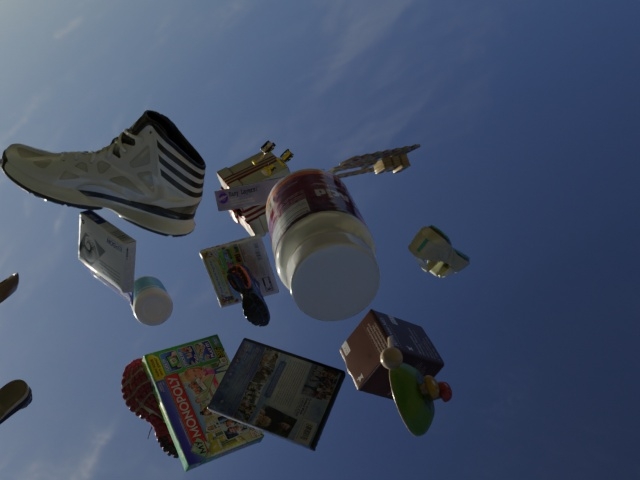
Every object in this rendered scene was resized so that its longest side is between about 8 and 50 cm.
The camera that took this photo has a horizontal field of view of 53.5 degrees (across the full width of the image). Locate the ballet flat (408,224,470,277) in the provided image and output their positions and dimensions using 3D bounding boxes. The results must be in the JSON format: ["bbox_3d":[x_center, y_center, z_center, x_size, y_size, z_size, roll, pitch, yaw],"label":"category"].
[{"bbox_3d":[0.242,0.033,1.310,0.086,0.248,0.086,-8,-109,25],"label":"ballet flat"}]

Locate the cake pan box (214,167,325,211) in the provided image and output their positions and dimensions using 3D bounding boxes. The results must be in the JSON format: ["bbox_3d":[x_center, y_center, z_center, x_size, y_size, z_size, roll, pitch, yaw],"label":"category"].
[{"bbox_3d":[-0.141,-0.146,1.842,0.267,0.070,0.246,-9,-175,24],"label":"cake pan box"}]

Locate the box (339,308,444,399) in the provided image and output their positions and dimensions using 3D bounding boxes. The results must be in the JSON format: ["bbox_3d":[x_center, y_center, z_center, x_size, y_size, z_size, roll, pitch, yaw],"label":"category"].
[{"bbox_3d":[0.198,0.327,1.775,0.167,0.203,0.168,-54,-146,20],"label":"box"}]

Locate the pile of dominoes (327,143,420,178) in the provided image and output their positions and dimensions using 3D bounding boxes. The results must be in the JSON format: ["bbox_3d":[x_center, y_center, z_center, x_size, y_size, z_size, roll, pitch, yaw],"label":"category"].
[{"bbox_3d":[0.136,-0.197,1.745,0.251,0.040,0.196,-15,173,-28],"label":"pile of dominoes"}]

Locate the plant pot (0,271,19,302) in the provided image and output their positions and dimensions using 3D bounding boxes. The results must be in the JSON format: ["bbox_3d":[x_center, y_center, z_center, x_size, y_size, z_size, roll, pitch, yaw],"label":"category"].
[{"bbox_3d":[-0.719,0.148,1.309,0.236,0.032,0.236,-32,-164,10],"label":"plant pot"}]

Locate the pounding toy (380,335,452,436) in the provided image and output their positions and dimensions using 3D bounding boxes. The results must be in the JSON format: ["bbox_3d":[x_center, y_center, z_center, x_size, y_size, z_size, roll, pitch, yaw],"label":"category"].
[{"bbox_3d":[0.242,0.342,1.528,0.110,0.236,0.183,-23,-179,16],"label":"pounding toy"}]

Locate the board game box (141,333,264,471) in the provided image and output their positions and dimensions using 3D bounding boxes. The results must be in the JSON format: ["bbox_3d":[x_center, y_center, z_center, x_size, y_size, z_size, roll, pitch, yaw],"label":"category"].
[{"bbox_3d":[-0.309,0.413,1.658,0.214,0.046,0.317,-12,-122,-34],"label":"board game box"}]

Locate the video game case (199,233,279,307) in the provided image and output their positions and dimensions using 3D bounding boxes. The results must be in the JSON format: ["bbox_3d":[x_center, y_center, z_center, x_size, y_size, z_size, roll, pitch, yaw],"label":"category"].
[{"bbox_3d":[-0.266,0.103,2.109,0.207,0.226,0.026,-15,-151,1],"label":"video game case"}]

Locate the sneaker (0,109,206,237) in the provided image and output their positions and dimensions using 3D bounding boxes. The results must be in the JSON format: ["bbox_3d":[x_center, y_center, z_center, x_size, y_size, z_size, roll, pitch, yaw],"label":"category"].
[{"bbox_3d":[-0.468,-0.196,1.423,0.169,0.448,0.257,-93,-158,-67],"label":"sneaker"}]

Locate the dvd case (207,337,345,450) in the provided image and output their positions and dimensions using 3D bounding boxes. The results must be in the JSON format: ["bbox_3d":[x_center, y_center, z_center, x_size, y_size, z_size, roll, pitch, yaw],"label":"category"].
[{"bbox_3d":[-0.093,0.325,1.368,0.253,0.022,0.180,15,-122,20],"label":"dvd case"}]

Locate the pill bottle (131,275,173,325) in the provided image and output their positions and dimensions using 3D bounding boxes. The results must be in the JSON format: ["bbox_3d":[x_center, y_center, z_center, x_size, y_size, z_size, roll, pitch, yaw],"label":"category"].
[{"bbox_3d":[-0.669,0.224,2.476,0.146,0.146,0.264,-41,-154,-8],"label":"pill bottle"}]

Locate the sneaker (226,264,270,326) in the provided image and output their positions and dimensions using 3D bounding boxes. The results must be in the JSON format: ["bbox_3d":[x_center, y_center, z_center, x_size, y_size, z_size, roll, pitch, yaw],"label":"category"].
[{"bbox_3d":[-0.216,0.171,2.029,0.083,0.221,0.087,-21,-175,19],"label":"sneaker"}]

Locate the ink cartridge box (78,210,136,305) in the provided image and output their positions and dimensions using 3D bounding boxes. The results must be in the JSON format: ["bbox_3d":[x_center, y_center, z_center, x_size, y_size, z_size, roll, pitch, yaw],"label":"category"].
[{"bbox_3d":[-0.616,0.054,1.823,0.223,0.223,0.045,28,-147,30],"label":"ink cartridge box"}]

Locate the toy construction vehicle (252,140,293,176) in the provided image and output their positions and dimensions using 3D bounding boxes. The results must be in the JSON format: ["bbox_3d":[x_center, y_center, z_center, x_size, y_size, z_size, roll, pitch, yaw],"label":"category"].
[{"bbox_3d":[-0.131,-0.226,1.753,0.098,0.035,0.086,-46,-104,4],"label":"toy construction vehicle"}]

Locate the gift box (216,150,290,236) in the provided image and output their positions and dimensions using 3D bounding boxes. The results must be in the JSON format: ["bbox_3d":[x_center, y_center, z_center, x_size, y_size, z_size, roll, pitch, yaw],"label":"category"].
[{"bbox_3d":[-0.233,-0.154,2.430,0.258,0.276,0.255,-27,-149,-13],"label":"gift box"}]

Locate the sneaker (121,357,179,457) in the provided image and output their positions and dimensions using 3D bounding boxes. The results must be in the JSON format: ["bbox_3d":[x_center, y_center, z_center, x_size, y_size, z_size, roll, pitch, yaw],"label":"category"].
[{"bbox_3d":[-0.450,0.461,1.766,0.121,0.299,0.112,-28,-173,0],"label":"sneaker"}]

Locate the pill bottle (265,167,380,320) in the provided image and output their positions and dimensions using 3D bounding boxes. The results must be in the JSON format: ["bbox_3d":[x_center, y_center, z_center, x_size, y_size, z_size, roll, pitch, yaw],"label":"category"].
[{"bbox_3d":[0.000,0.000,1.458,0.224,0.224,0.392,-31,-152,6],"label":"pill bottle"}]

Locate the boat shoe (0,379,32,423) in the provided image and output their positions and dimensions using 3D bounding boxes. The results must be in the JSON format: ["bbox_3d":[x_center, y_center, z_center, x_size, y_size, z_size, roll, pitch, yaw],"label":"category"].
[{"bbox_3d":[-0.682,0.374,1.298,0.075,0.065,0.206,36,-121,23],"label":"boat shoe"}]
